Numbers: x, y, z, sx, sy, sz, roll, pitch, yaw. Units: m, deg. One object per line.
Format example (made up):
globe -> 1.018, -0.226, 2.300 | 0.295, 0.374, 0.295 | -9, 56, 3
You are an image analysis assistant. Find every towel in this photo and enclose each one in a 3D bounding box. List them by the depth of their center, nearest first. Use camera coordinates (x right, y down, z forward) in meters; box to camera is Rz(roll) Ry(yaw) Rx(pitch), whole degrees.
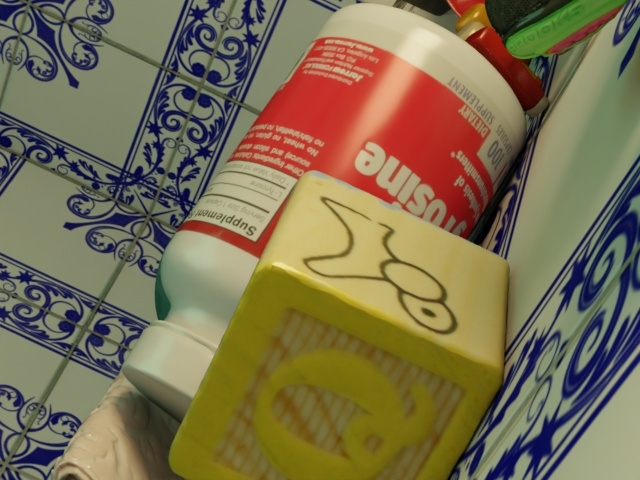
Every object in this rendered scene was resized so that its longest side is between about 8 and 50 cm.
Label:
towel -> -0.128, 0.279, 1.403 | 0.053, 0.317, 0.332 | -25, 10, 10

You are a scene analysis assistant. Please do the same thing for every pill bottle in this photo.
pill bottle -> 0.000, 0.000, 1.387 | 0.407, 0.229, 0.229 | -56, 0, -16

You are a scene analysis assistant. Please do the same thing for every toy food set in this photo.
toy food set -> 0.208, -0.186, 1.405 | 0.111, 0.104, 0.232 | -51, 14, -27

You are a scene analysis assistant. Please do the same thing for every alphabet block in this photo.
alphabet block -> 0.020, 0.091, 1.127 | 0.197, 0.192, 0.193 | -67, 1, -67

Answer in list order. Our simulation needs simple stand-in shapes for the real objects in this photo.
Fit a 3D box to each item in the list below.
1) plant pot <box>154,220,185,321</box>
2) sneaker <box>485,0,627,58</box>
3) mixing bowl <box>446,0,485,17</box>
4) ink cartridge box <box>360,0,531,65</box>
plant pot -> -0.062, 0.088, 2.029 | 0.293, 0.293, 0.235 | -65, 17, 1
sneaker -> 0.223, -0.350, 1.049 | 0.185, 0.202, 0.482 | 147, 149, -87
mixing bowl -> 0.216, -0.309, 1.573 | 0.098, 0.181, 0.181 | -26, -28, -46
ink cartridge box -> 0.151, -0.340, 1.701 | 0.114, 0.273, 0.197 | -69, 5, -67
